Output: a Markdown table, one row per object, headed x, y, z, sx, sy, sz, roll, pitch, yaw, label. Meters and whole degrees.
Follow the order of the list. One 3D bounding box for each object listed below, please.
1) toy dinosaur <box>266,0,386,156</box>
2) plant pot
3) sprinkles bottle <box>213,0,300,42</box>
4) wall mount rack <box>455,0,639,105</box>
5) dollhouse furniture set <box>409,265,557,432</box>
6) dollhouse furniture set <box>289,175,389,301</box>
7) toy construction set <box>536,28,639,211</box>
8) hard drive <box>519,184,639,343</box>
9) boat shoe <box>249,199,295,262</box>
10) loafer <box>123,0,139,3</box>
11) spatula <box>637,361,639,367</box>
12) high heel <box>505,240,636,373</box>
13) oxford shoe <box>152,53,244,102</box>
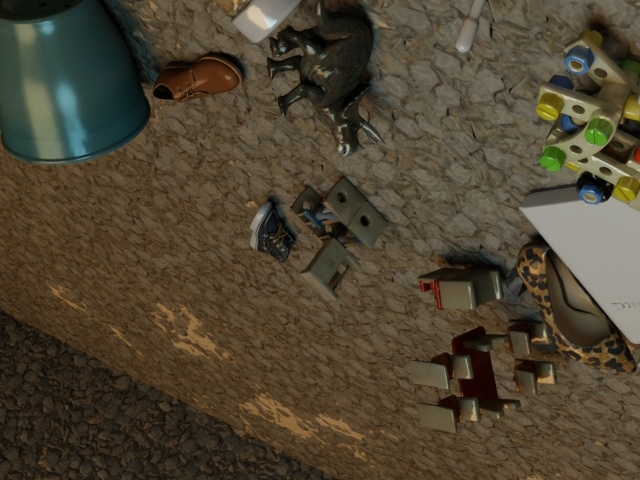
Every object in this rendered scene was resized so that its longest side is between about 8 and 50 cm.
| x | y | z | sx | sy | sz | roll | pitch | yaw | label |
| --- | --- | --- | --- | --- | --- | --- | --- | --- | --- |
| 0.011 | -0.265 | 1.550 | 0.313 | 0.160 | 0.121 | 93 | 163 | -47 | toy dinosaur |
| -0.454 | -0.312 | 1.875 | 0.272 | 0.271 | 0.255 | 19 | 135 | 29 | plant pot |
| -0.176 | -0.433 | 1.468 | 0.355 | 0.121 | 0.121 | 43 | 153 | -15 | sprinkles bottle |
| 0.279 | -0.307 | 1.060 | 0.350 | 0.130 | 0.304 | 20 | 143 | 9 | wall mount rack |
| 0.261 | 0.180 | 1.870 | 0.135 | 0.262 | 0.259 | 0 | 104 | 53 | dollhouse furniture set |
| 0.000 | 0.000 | 1.917 | 0.129 | 0.183 | 0.129 | 45 | 153 | -19 | dollhouse furniture set |
| 0.409 | -0.099 | 1.327 | 0.328 | 0.151 | 0.215 | 41 | 155 | 13 | toy construction set |
| 0.465 | 0.038 | 1.592 | 0.318 | 0.040 | 0.210 | 47 | 152 | -23 | hard drive |
| -0.091 | -0.017 | 2.144 | 0.083 | 0.065 | 0.183 | 29 | 159 | 7 | boat shoe |
| -0.265 | -0.409 | 1.545 | 0.084 | 0.096 | 0.267 | 14 | -153 | -28 | loafer |
| 0.626 | 0.214 | 1.674 | 0.242 | 0.019 | 0.168 | 17 | 156 | 6 | spatula |
| 0.412 | 0.110 | 1.709 | 0.261 | 0.093 | 0.186 | 39 | 162 | 12 | high heel |
| -0.212 | -0.267 | 1.847 | 0.212 | 0.076 | 0.076 | 0 | 135 | 48 | oxford shoe |
